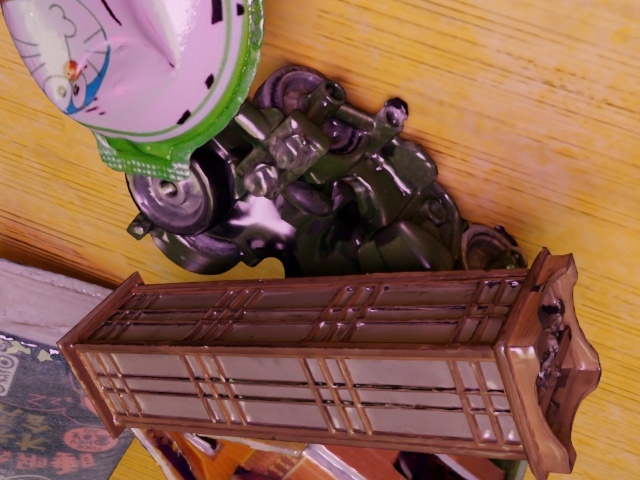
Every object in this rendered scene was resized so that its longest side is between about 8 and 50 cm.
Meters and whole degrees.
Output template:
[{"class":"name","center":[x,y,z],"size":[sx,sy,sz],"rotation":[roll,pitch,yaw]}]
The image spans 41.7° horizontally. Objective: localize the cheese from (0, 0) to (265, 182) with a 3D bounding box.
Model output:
[{"class":"cheese","center":[-0.118,-0.185,0.459],"size":[0.204,0.083,0.320],"rotation":[12,120,30]}]

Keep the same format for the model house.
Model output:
[{"class":"model house","center":[-0.051,0.233,0.738],"size":[0.323,0.300,0.340],"rotation":[37,134,0]}]

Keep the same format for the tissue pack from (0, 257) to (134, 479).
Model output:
[{"class":"tissue pack","center":[-0.296,0.155,0.867],"size":[0.228,0.103,0.315],"rotation":[19,137,-16]}]

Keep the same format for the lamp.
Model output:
[{"class":"lamp","center":[-0.009,0.070,0.509],"size":[0.325,0.089,0.090],"rotation":[-4,120,33]}]

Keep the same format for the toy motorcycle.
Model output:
[{"class":"toy motorcycle","center":[0.000,0.000,0.588],"size":[0.275,0.127,0.205],"rotation":[41,134,-12]}]
